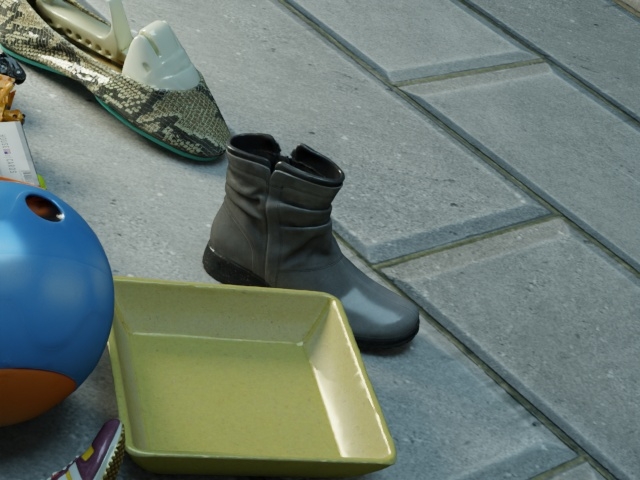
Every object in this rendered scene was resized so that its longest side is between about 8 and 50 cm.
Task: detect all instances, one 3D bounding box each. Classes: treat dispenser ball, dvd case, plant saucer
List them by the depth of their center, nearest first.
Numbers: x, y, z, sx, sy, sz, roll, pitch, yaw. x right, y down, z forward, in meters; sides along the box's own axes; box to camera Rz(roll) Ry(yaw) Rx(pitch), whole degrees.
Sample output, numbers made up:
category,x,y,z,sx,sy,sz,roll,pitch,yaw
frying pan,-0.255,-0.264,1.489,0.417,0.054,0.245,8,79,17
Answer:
category,x,y,z,sx,sy,sz,roll,pitch,yaw
treat dispenser ball,-0.379,0.069,1.657,0.288,0.288,0.288,12,32,-8
plant saucer,-0.105,0.183,1.809,0.333,0.081,0.332,5,35,-19
dvd case,-0.517,-0.103,1.998,0.239,0.029,0.179,-4,36,-19

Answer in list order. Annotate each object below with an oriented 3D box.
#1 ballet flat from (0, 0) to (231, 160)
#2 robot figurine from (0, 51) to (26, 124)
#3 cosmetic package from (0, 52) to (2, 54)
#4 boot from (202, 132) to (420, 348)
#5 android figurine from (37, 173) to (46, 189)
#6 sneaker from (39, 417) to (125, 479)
category,x,y,z,sx,sy,sz,roll,pitch,yaw
ballet flat,-0.336,-0.307,2.352,0.483,0.182,0.164,31,34,21
robot figurine,-0.576,-0.212,2.130,0.291,0.085,0.211,17,72,-10
cosmetic package,-0.610,-0.294,2.296,0.231,0.085,0.117,38,37,26
boot,0.000,0.000,2.003,0.338,0.222,0.118,22,32,8
android figurine,-0.452,-0.027,1.991,0.273,0.056,0.248,17,32,3
sneaker,-0.273,0.265,1.561,0.084,0.069,0.185,19,60,7
